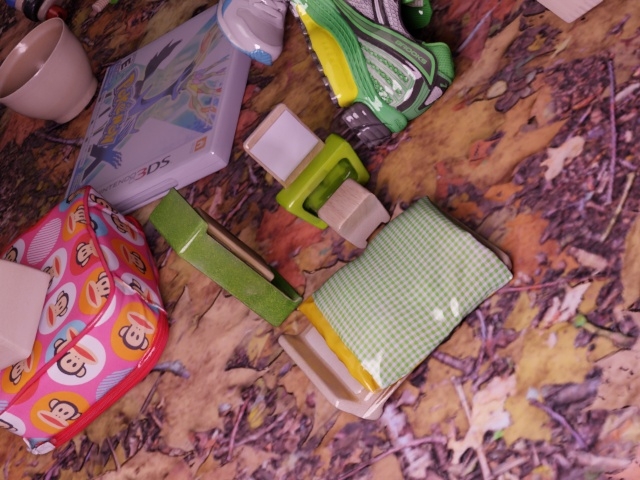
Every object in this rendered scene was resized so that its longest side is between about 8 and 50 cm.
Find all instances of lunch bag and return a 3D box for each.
[{"bbox_3d":[-0.311,0.096,1.350,0.258,0.120,0.293,-41,35,11],"label":"lunch bag"}]

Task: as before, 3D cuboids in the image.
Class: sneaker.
[{"bbox_3d":[0.044,-0.265,1.279,0.146,0.134,0.344,-29,64,9],"label":"sneaker"},{"bbox_3d":[-0.077,-0.323,1.511,0.092,0.087,0.229,-41,39,36],"label":"sneaker"}]

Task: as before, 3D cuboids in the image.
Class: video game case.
[{"bbox_3d":[-0.219,-0.177,1.590,0.299,0.036,0.329,-22,42,32],"label":"video game case"}]

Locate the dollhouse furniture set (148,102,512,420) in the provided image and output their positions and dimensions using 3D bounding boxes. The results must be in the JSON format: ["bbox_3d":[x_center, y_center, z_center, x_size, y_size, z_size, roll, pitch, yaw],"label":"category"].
[{"bbox_3d":[0.000,0.000,1.075,0.197,0.151,0.301,-48,34,0],"label":"dollhouse furniture set"}]

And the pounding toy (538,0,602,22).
[{"bbox_3d":[0.259,-0.294,1.111,0.130,0.141,0.100,-58,7,-13],"label":"pounding toy"}]

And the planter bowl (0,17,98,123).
[{"bbox_3d":[-0.419,-0.252,1.818,0.162,0.109,0.162,-29,38,26],"label":"planter bowl"}]

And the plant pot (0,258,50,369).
[{"bbox_3d":[-0.375,0.075,1.266,0.109,0.096,0.109,-25,45,35],"label":"plant pot"}]

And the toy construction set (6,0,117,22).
[{"bbox_3d":[-0.427,-0.531,2.038,0.308,0.257,0.237,16,54,31],"label":"toy construction set"}]
